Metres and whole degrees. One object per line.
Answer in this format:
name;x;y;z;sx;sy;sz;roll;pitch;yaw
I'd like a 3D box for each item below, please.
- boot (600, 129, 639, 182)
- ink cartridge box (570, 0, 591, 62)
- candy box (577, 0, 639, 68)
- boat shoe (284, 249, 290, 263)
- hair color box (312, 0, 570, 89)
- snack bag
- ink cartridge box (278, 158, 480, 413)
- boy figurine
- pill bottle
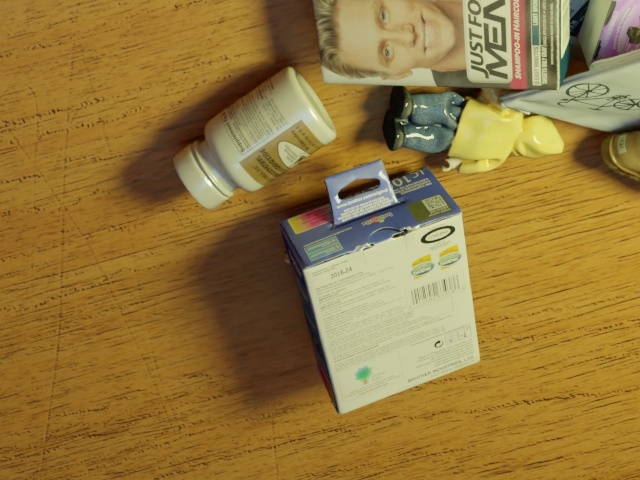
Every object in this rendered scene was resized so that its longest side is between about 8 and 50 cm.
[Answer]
boot;0.609;-0.141;1.691;0.236;0.269;0.089;9;77;-30
ink cartridge box;0.402;-0.373;1.567;0.193;0.088;0.234;12;139;-27
candy box;0.478;-0.323;1.515;0.196;0.070;0.165;-5;145;-5
boat shoe;0.000;0.000;1.815;0.135;0.050;0.045;-19;120;-9
hair color box;0.170;-0.311;1.531;0.347;0.105;0.173;5;124;20
snack bag;0.493;-0.220;1.601;0.323;0.343;0.037;7;78;-37
ink cartridge box;0.099;0.062;1.767;0.270;0.151;0.395;-20;130;-8
boy figurine;0.250;-0.186;1.714;0.285;0.092;0.177;3;121;-12
pill bottle;-0.103;-0.149;1.654;0.229;0.131;0.131;-33;121;11
